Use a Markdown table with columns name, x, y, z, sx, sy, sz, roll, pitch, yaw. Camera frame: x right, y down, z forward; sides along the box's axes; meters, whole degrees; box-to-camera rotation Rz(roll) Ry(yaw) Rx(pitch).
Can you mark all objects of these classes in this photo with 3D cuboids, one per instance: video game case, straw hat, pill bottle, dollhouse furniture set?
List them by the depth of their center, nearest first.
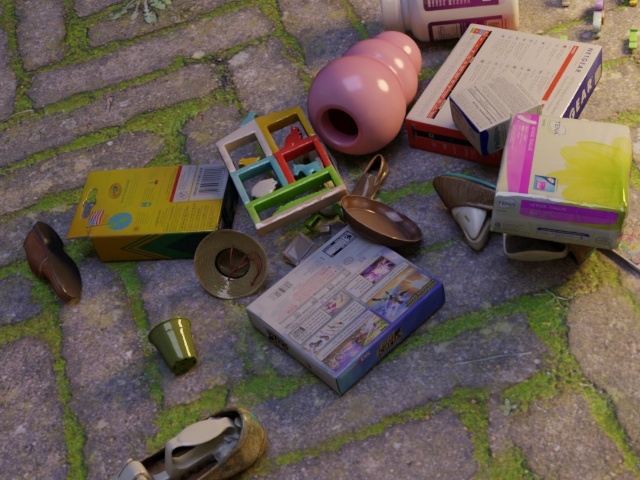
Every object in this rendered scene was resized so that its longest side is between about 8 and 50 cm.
| name | x | y | z | sx | sy | sz | roll | pitch | yaw |
| --- | --- | --- | --- | --- | --- | --- | --- | --- | --- |
| video game case | 0.045 | 0.117 | 1.890 | 0.269 | 0.061 | 0.244 | -39 | 49 | -21 |
| video game case | 0.567 | 0.004 | 1.899 | 0.087 | 0.011 | 0.122 | -33 | 49 | -17 |
| straw hat | -0.165 | 0.042 | 2.008 | 0.145 | 0.144 | 0.061 | -4 | 9 | 11 |
| dollhouse furniture set | 0.000 | 0.000 | 2.038 | 0.076 | 0.058 | 0.151 | 36 | 83 | 29 |
| pill bottle | 0.291 | -0.539 | 2.367 | 0.302 | 0.169 | 0.169 | -4 | 47 | 10 |

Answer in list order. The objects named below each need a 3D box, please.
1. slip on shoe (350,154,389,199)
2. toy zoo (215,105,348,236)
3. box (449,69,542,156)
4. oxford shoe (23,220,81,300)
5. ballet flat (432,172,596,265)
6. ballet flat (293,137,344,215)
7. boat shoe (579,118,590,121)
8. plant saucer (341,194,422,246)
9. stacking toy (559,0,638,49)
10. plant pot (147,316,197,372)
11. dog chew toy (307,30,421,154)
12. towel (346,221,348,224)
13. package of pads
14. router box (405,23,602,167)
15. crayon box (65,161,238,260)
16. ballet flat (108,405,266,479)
| name | x | y | z | sx | sy | sz | roll | pitch | yaw |
| --- | --- | --- | --- | --- | --- | --- | --- | --- | --- |
| slip on shoe | 0.096 | -0.117 | 2.109 | 0.051 | 0.041 | 0.135 | 19 | 55 | 28 |
| toy zoo | -0.088 | -0.157 | 2.090 | 0.192 | 0.030 | 0.293 | -24 | 54 | -4 |
| box | 0.340 | -0.247 | 2.034 | 0.137 | 0.072 | 0.126 | -24 | 48 | -8 |
| oxford shoe | -0.541 | 0.056 | 2.104 | 0.076 | 0.076 | 0.212 | -47 | 49 | 11 |
| ballet flat | 0.347 | -0.030 | 1.936 | 0.342 | 0.116 | 0.124 | 18 | 72 | 23 |
| ballet flat | -0.003 | -0.154 | 2.142 | 0.086 | 0.086 | 0.248 | -21 | 46 | -5 |
| boat shoe | 0.478 | -0.140 | 2.013 | 0.076 | 0.080 | 0.228 | 29 | 61 | 27 |
| plant saucer | 0.111 | -0.033 | 1.982 | 0.168 | 0.029 | 0.168 | 21 | 20 | -8 |
| stacking toy | 0.620 | -0.503 | 2.333 | 0.167 | 0.052 | 0.221 | 2 | 49 | 16 |
| plant pot | -0.259 | 0.193 | 1.890 | 0.083 | 0.083 | 0.079 | -24 | 58 | -8 |
| dog chew toy | 0.111 | -0.326 | 2.204 | 0.207 | 0.206 | 0.332 | 13 | 44 | 25 |
| towel | 0.094 | -0.015 | 2.013 | 0.083 | 0.009 | 0.060 | 35 | 19 | 35 |
| package of pads | 0.432 | -0.113 | 1.850 | 0.229 | 0.101 | 0.296 | 8 | 38 | 10 |
| router box | 0.384 | -0.299 | 2.179 | 0.301 | 0.082 | 0.335 | 17 | 54 | 27 |
| crayon box | -0.336 | -0.059 | 2.136 | 0.319 | 0.081 | 0.202 | -2 | 47 | 12 |
| ballet flat | -0.249 | 0.375 | 1.686 | 0.349 | 0.123 | 0.123 | -29 | 48 | -13 |
